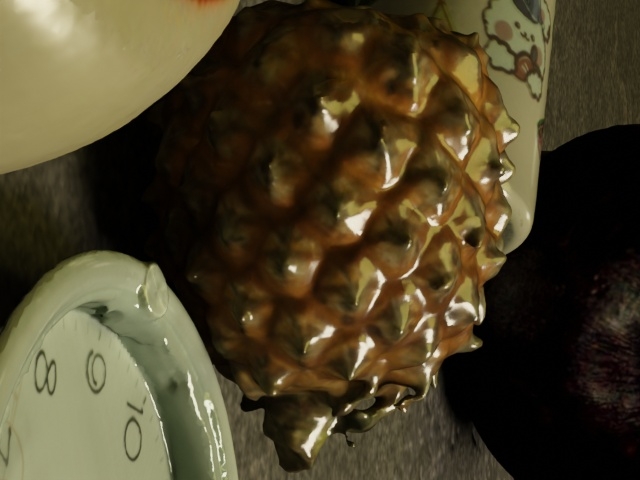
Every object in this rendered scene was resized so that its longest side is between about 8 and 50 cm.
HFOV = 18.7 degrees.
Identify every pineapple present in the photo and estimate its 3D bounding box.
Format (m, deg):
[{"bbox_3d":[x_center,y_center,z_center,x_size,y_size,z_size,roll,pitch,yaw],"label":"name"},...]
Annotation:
[{"bbox_3d":[0.000,0.000,0.796,0.166,0.166,0.193,11,87,-71],"label":"pineapple"}]

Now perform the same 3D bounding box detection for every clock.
[{"bbox_3d":[-0.090,0.120,0.682,0.236,0.053,0.236,-2,90,-73],"label":"clock"}]

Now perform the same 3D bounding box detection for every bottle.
[{"bbox_3d":[0.070,-0.120,1.057,0.120,0.120,0.253,58,37,-58],"label":"bottle"}]

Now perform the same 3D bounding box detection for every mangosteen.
[{"bbox_3d":[0.206,0.051,1.321,0.302,0.275,0.275,-138,-139,-69],"label":"mangosteen"}]

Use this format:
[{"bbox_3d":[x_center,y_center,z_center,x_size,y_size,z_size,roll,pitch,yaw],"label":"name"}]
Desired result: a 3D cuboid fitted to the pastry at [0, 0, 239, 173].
[{"bbox_3d":[-0.101,-0.142,0.532,0.265,0.133,0.265,-2,90,-68],"label":"pastry"}]
